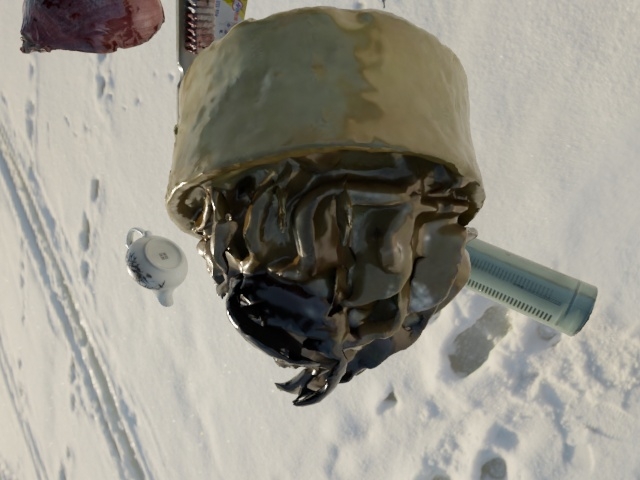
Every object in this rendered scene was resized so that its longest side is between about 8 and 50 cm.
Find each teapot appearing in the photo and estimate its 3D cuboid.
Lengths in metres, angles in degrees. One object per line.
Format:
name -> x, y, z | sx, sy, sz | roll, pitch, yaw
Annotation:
teapot -> -0.574, 0.070, 1.545 | 0.299, 0.209, 0.165 | 48, 133, 20

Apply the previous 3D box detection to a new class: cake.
cake -> 0.007, -0.002, 0.457 | 0.333, 0.333, 0.320 | -16, 69, 40

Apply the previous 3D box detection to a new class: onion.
onion -> -0.450, -0.449, 0.841 | 0.227, 0.283, 0.120 | 41, 159, 16

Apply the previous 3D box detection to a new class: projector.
projector -> 0.350, 0.068, 0.889 | 0.338, 0.108, 0.108 | 26, 112, 23

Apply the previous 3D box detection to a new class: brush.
brush -> -0.217, -0.305, 0.786 | 0.050, 0.060, 0.320 | 31, 129, 23

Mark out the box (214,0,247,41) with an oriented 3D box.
box -> -0.292, -0.594, 1.259 | 0.168, 0.097, 0.265 | 63, 144, 36

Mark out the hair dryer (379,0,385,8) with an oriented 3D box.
hair dryer -> 0.087, -0.440, 0.737 | 0.063, 0.037, 0.114 | 5, 124, 45
